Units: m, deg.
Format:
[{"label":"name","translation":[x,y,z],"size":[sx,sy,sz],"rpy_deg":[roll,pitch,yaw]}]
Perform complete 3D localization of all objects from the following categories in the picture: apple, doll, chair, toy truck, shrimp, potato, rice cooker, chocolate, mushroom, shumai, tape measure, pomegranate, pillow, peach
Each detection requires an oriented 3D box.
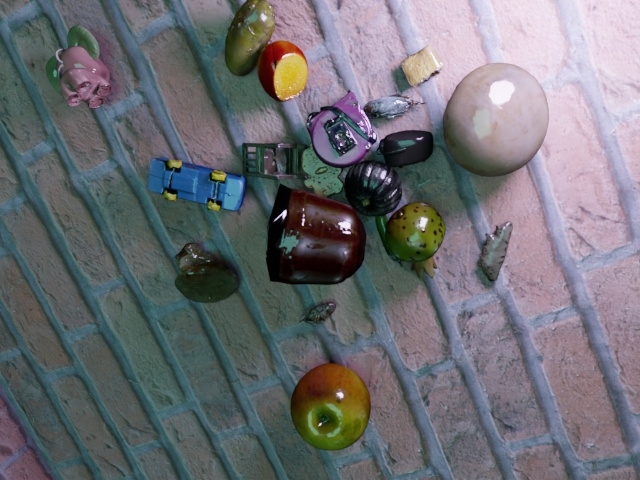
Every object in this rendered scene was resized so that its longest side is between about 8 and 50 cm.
[{"label":"apple","translation":[0.039,0.683,1.788],"size":[0.339,0.339,0.340],"rpy_deg":[3,104,11]},{"label":"doll","translation":[-0.948,-0.662,1.698],"size":[0.284,0.216,0.268],"rpy_deg":[-41,87,20]},{"label":"chair","translation":[-0.177,-0.308,1.687],"size":[0.270,0.147,0.137],"rpy_deg":[17,110,53]},{"label":"toy truck","translation":[-0.481,-0.227,1.738],"size":[0.384,0.162,0.161],"rpy_deg":[14,106,6]},{"label":"shrimp","translation":[0.269,-0.480,1.573],"size":[0.232,0.079,0.090],"rpy_deg":[-4,65,7]},{"label":"potato","translation":[-0.264,-0.729,1.576],"size":[0.141,0.176,0.298],"rpy_deg":[48,131,3]},{"label":"rice cooker","translation":[0.304,-0.331,1.568],"size":[0.202,0.142,0.118],"rpy_deg":[-9,114,17]},{"label":"chocolate","translation":[0.000,0.000,1.598],"size":[0.331,0.384,0.384],"rpy_deg":[6,105,8]},{"label":"shrimp","translation":[-0.018,0.309,1.828],"size":[0.190,0.075,0.073],"rpy_deg":[-25,130,26]},{"label":"mushroom","translation":[0.564,-0.395,1.456],"size":[0.362,0.294,0.363],"rpy_deg":[-3,100,-18]},{"label":"shumai","translation":[-0.481,0.129,1.858],"size":[0.222,0.204,0.272],"rpy_deg":[-35,130,19]},{"label":"tape measure","translation":[0.071,-0.388,1.583],"size":[0.231,0.149,0.245],"rpy_deg":[-34,92,4]},{"label":"pomegranate","translation":[0.359,-0.014,1.622],"size":[0.230,0.231,0.286],"rpy_deg":[-22,143,15]},{"label":"pillow","translation":[0.647,0.039,1.635],"size":[0.093,0.051,0.241],"rpy_deg":[12,108,8]},{"label":"peach","translation":[-0.134,-0.602,1.563],"size":[0.190,0.190,0.193],"rpy_deg":[-24,79,16]}]

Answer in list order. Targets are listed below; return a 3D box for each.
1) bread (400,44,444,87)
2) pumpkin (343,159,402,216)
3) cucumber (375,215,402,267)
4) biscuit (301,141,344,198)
[{"label":"bread","translation":[0.356,-0.605,1.522],"size":[0.125,0.082,0.106],"rpy_deg":[-27,87,26]},{"label":"pumpkin","translation":[0.192,-0.189,1.592],"size":[0.220,0.162,0.221],"rpy_deg":[20,150,12]},{"label":"cucumber","translation":[0.264,-0.005,1.699],"size":[0.056,0.056,0.250],"rpy_deg":[-21,96,15]},{"label":"biscuit","translation":[0.000,-0.272,1.696],"size":[0.165,0.036,0.226],"rpy_deg":[-26,95,13]}]
